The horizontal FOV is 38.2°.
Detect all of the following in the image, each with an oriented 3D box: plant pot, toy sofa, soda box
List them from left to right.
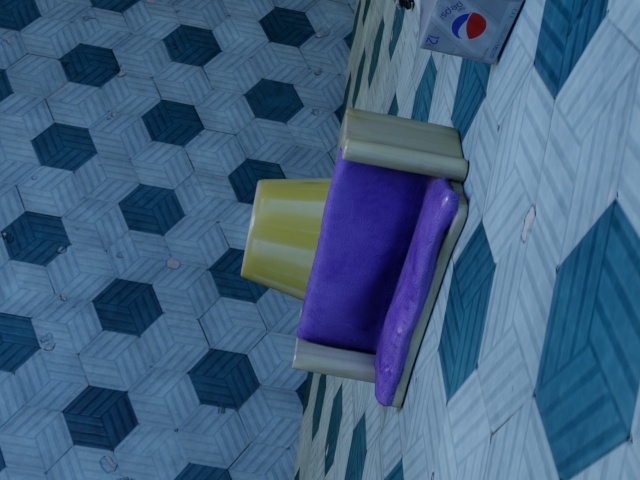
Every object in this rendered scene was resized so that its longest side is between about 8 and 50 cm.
[{"bbox_3d":[0.000,0.000,1.516,0.254,0.239,0.254,-170,90,-86],"label":"plant pot"},{"bbox_3d":[0.066,0.031,1.179,0.177,0.150,0.362,-84,6,-55],"label":"toy sofa"},{"bbox_3d":[0.171,-0.339,1.062,0.098,0.091,0.286,108,171,-53],"label":"soda box"}]

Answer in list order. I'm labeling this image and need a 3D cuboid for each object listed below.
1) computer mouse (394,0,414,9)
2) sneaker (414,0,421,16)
[{"bbox_3d":[0.172,-0.569,1.707,0.272,0.072,0.188,115,166,-73],"label":"computer mouse"},{"bbox_3d":[0.143,-0.438,1.269,0.151,0.094,0.256,-104,8,-52],"label":"sneaker"}]
